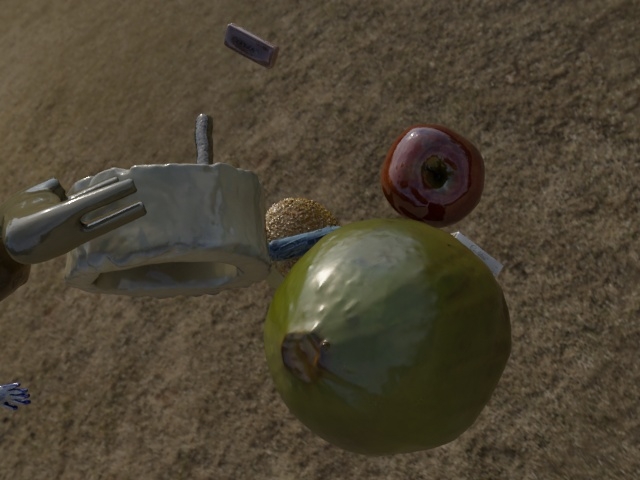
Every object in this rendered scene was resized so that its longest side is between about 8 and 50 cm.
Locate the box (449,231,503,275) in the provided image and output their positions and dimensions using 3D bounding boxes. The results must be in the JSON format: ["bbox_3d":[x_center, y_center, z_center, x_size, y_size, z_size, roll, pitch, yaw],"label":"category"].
[{"bbox_3d":[0.260,0.033,1.355,0.029,0.109,0.198,-55,8,-12],"label":"box"}]

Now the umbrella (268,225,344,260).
[{"bbox_3d":[0.000,0.002,1.623,0.250,0.052,0.053,-11,67,-7],"label":"umbrella"}]

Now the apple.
[{"bbox_3d":[0.237,-0.132,1.500,0.230,0.230,0.230,-20,49,25],"label":"apple"}]

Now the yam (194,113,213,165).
[{"bbox_3d":[-0.346,-0.266,2.099,0.061,0.061,0.274,-24,52,21],"label":"yam"}]

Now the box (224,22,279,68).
[{"bbox_3d":[-0.133,-0.370,1.335,0.115,0.025,0.048,32,124,16],"label":"box"}]

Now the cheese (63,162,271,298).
[{"bbox_3d":[-0.248,-0.009,1.107,0.332,0.292,0.153,-6,75,-2],"label":"cheese"}]

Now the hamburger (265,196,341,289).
[{"bbox_3d":[-0.046,0.018,1.940,0.179,0.294,0.276,-27,30,42],"label":"hamburger"}]

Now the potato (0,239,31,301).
[{"bbox_3d":[-0.513,0.034,1.067,0.137,0.176,0.137,10,109,29],"label":"potato"}]

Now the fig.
[{"bbox_3d":[0.073,0.131,0.936,0.343,0.343,0.343,-20,49,25],"label":"fig"}]

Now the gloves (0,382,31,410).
[{"bbox_3d":[-0.671,0.340,1.523,0.086,0.064,0.026,-11,24,2],"label":"gloves"}]

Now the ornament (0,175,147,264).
[{"bbox_3d":[-0.370,-0.033,0.908,0.245,0.061,0.230,-26,28,-17],"label":"ornament"}]
